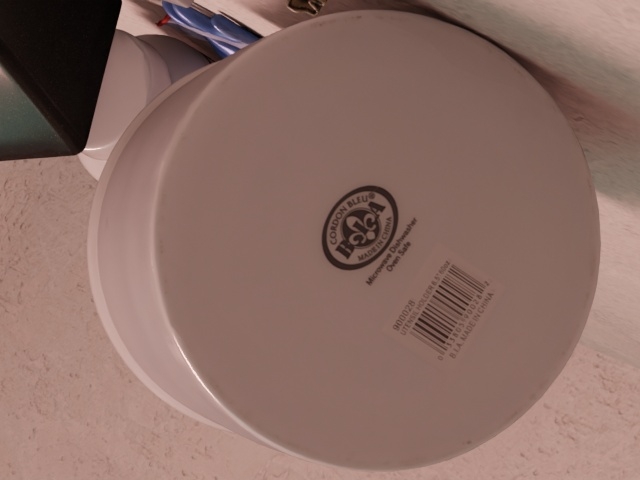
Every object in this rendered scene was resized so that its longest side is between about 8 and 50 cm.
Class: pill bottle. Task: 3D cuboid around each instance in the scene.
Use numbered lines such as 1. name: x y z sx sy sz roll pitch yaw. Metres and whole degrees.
1. pill bottle: -0.153 -0.115 1.844 0.169 0.169 0.301 25 179 29

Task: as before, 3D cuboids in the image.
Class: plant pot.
1. plant pot: -0.318 -0.196 1.658 0.187 0.188 0.167 -3 147 21

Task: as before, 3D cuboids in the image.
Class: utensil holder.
1. utensil holder: 0.000 0.000 1.330 0.327 0.328 0.385 27 174 -9

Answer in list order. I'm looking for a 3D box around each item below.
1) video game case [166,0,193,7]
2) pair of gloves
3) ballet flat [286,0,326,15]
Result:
1. video game case: -0.232 -0.266 1.496 0.193 0.023 0.212 23 175 44
2. pair of gloves: -0.081 -0.180 1.676 0.159 0.023 0.198 27 177 -7
3. ballet flat: -0.023 -0.178 0.980 0.084 0.058 0.250 25 176 12
